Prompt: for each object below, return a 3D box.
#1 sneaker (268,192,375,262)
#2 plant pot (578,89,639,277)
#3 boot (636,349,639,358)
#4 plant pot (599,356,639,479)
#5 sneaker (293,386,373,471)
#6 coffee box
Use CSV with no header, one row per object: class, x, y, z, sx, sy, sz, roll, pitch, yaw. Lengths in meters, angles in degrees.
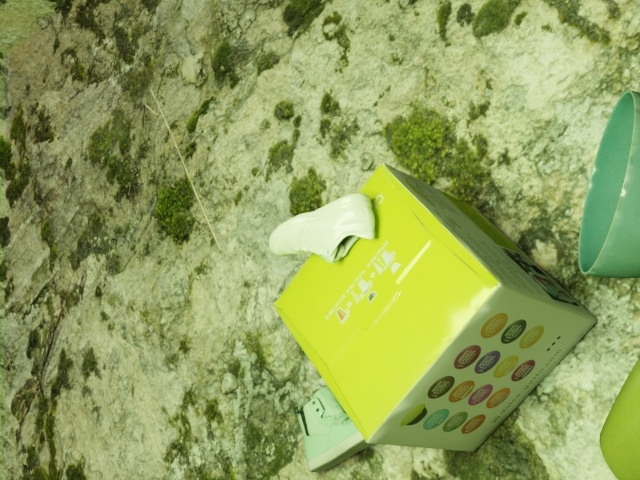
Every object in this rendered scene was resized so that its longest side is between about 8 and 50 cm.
sneaker,0.000,0.000,1.428,0.212,0.080,0.094,-25,70,34
plant pot,0.533,-0.067,1.307,0.195,0.290,0.290,13,85,7
boot,0.558,0.166,1.342,0.118,0.042,0.087,-52,42,10
plant pot,0.545,0.241,1.205,0.294,0.274,0.275,-57,45,37
sneaker,0.046,0.352,1.712,0.256,0.094,0.151,-36,61,32
coffee box,0.190,0.126,1.488,0.338,0.334,0.338,-53,49,17
